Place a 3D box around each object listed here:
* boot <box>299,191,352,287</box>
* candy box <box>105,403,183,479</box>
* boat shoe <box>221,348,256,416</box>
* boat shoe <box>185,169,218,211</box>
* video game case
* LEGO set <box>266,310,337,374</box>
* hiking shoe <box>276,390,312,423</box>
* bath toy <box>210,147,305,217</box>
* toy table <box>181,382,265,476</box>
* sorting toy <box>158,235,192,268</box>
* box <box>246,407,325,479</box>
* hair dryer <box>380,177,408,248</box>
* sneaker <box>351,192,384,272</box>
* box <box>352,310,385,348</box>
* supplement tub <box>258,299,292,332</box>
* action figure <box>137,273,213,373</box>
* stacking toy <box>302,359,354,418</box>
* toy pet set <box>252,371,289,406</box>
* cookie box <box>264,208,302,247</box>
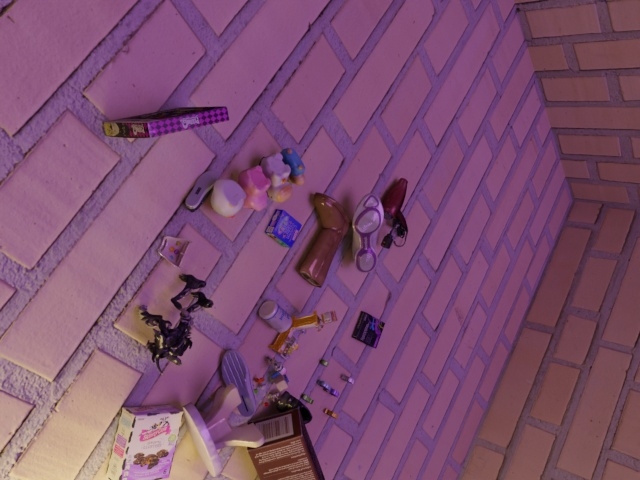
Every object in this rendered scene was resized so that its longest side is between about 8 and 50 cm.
[{"bbox_3d":[0.000,0.000,2.009,0.236,0.089,0.269,45,66,-43],"label":"boot"},{"bbox_3d":[-0.486,0.565,1.598,0.165,0.070,0.196,14,88,-49],"label":"candy box"},{"bbox_3d":[-0.261,0.449,1.830,0.083,0.076,0.226,-12,98,-1],"label":"boat shoe"},{"bbox_3d":[-0.338,-0.141,1.633,0.142,0.049,0.040,-59,170,-28],"label":"boat shoe"},{"bbox_3d":[-0.381,-0.295,1.419,0.232,0.210,0.041,-25,116,-42],"label":"video game case"},{"bbox_3d":[-0.061,0.336,1.980,0.287,0.132,0.107,-42,136,-7],"label":"LEGO set"},{"bbox_3d":[-0.083,0.628,2.020,0.086,0.114,0.226,-49,143,-29],"label":"hiking shoe"},{"bbox_3d":[-0.195,-0.157,1.728,0.348,0.129,0.151,-32,96,-42],"label":"bath toy"},{"bbox_3d":[-0.295,0.557,1.707,0.161,0.252,0.274,-27,141,-25],"label":"toy table"},{"bbox_3d":[-0.410,0.024,1.589,0.075,0.045,0.083,33,74,-39],"label":"sorting toy"},{"bbox_3d":[-0.106,0.772,1.960,0.191,0.143,0.381,-15,116,0],"label":"box"},{"bbox_3d":[0.306,-0.113,2.360,0.224,0.080,0.293,-12,114,-63],"label":"hair dryer"},{"bbox_3d":[0.159,-0.038,2.144,0.114,0.152,0.305,2,113,-9],"label":"sneaker"},{"bbox_3d":[0.199,0.368,2.358,0.162,0.029,0.116,33,74,-46],"label":"box"},{"bbox_3d":[-0.150,0.252,1.908,0.107,0.071,0.071,50,62,-42],"label":"supplement tub"},{"bbox_3d":[-0.407,0.232,1.567,0.275,0.141,0.164,-63,141,-41],"label":"action figure"},{"bbox_3d":[0.034,0.571,2.201,0.221,0.052,0.167,46,64,-43],"label":"stacking toy"},{"bbox_3d":[-0.173,0.486,1.961,0.114,0.065,0.122,-28,122,-1],"label":"toy pet set"},{"bbox_3d":[-0.122,-0.039,1.896,0.107,0.040,0.091,40,68,-45],"label":"cookie box"}]
